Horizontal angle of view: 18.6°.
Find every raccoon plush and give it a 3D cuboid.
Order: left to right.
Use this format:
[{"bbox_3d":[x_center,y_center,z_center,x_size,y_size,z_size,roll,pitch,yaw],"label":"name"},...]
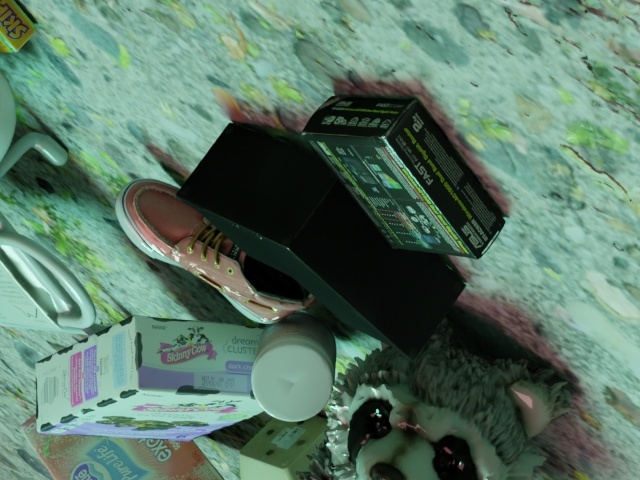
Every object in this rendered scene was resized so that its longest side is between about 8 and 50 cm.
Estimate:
[{"bbox_3d":[0.069,0.168,1.640,0.216,0.299,0.446,24,-168,-6],"label":"raccoon plush"}]

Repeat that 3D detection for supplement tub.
[{"bbox_3d":[-0.021,0.105,1.640,0.071,0.071,0.107,41,-169,-7],"label":"supplement tub"}]

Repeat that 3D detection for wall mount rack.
[{"bbox_3d":[-0.249,0.032,1.847,0.350,0.130,0.304,4,137,55],"label":"wall mount rack"}]

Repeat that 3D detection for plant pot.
[{"bbox_3d":[-0.017,0.226,1.899,0.109,0.109,0.096,12,136,48],"label":"plant pot"}]

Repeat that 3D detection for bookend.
[{"bbox_3d":[0.000,0.000,1.449,0.157,0.072,0.156,43,169,-36],"label":"bookend"}]

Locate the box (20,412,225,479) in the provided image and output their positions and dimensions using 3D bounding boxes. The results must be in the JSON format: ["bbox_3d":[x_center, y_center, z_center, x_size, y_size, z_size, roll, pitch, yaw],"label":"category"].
[{"bbox_3d":[-0.176,0.273,2.062,0.300,0.142,0.154,44,169,47],"label":"box"}]

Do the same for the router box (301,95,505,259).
[{"bbox_3d":[0.056,-0.043,1.320,0.092,0.038,0.122,9,145,52],"label":"router box"}]

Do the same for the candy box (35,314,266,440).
[{"bbox_3d":[-0.142,0.128,1.767,0.164,0.070,0.196,7,160,-33],"label":"candy box"}]

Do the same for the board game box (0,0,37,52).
[{"bbox_3d":[-0.343,-0.210,1.620,0.259,0.039,0.124,10,145,54],"label":"board game box"}]

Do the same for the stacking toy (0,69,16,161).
[{"bbox_3d":[-0.420,-0.001,1.682,0.480,0.351,0.350,-34,110,31],"label":"stacking toy"}]

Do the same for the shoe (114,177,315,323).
[{"bbox_3d":[-0.083,0.003,1.605,0.178,0.063,0.081,37,158,-13],"label":"shoe"}]
